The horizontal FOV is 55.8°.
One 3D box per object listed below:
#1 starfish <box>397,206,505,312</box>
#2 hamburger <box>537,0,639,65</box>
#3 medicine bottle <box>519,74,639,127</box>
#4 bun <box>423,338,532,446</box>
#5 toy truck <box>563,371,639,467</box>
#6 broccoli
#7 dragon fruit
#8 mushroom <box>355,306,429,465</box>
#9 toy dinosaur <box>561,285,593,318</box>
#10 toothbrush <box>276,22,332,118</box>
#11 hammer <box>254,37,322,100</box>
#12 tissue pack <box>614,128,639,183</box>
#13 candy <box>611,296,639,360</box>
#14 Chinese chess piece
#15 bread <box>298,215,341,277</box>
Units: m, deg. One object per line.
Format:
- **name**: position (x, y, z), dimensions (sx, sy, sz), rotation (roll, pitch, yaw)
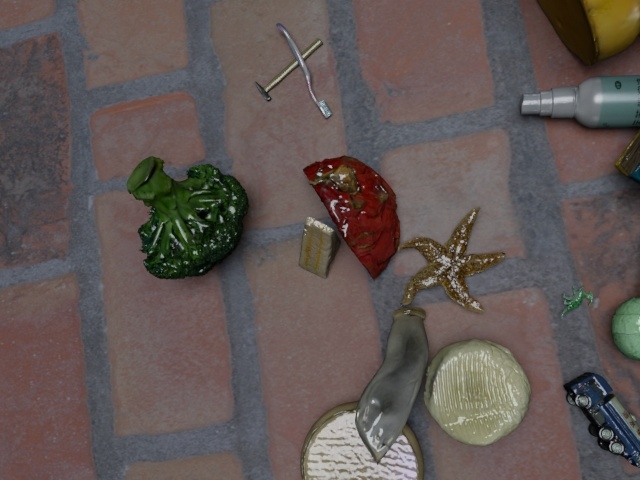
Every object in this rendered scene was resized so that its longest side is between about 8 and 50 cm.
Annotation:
- **starfish**: position (0.291, 0.057, 1.347), dimensions (0.235, 0.062, 0.277), rotation (39, 89, 13)
- **hamburger**: position (0.585, -0.564, 1.192), dimensions (0.277, 0.395, 0.396), rotation (-30, 79, 17)
- **medicine bottle**: position (0.612, -0.296, 1.293), dimensions (0.351, 0.110, 0.110), rotation (2, 84, 12)
- **bun**: position (0.325, 0.312, 1.275), dimensions (0.220, 0.134, 0.221), rotation (-1, 80, 6)
- **toy truck**: position (0.594, 0.368, 1.242), dimensions (0.088, 0.074, 0.202), rotation (-34, 78, 2)
- **broccoli**: position (-0.322, -0.056, 1.383), dimensions (0.297, 0.297, 0.298), rotation (-23, 47, 27)
- **dragon fruit**: position (0.088, -0.086, 1.332), dimensions (0.152, 0.205, 0.317), rotation (-33, 79, 6)
- **mushroom**: position (0.158, 0.289, 1.271), dimensions (0.109, 0.097, 0.351), rotation (16, 53, 17)
- **toy dinosaur**: position (0.553, 0.136, 1.304), dimensions (0.062, 0.021, 0.083), rotation (14, 86, 0)
- **toothbrush**: position (-0.041, -0.417, 1.479), dimensions (0.027, 0.021, 0.269), rotation (-27, 85, -7)
- **hammer**: position (-0.076, -0.433, 1.503), dimensions (0.199, 0.013, 0.062), rotation (-41, 78, 5)
- **tissue pack**: position (0.757, -0.157, 1.190), dimensions (0.270, 0.134, 0.192), rotation (28, 112, -3)
- **candy**: position (0.685, 0.030, 1.257), dimensions (0.119, 0.119, 0.440), rotation (9, 79, 13)
- **Chinese chess piece**: position (0.089, 0.489, 1.315), dimensions (0.269, 0.112, 0.270), rotation (-1, 84, 11)
- **bread**: position (-0.010, 0.017, 1.372), dimensions (0.077, 0.152, 0.105), rotation (25, 85, 14)
